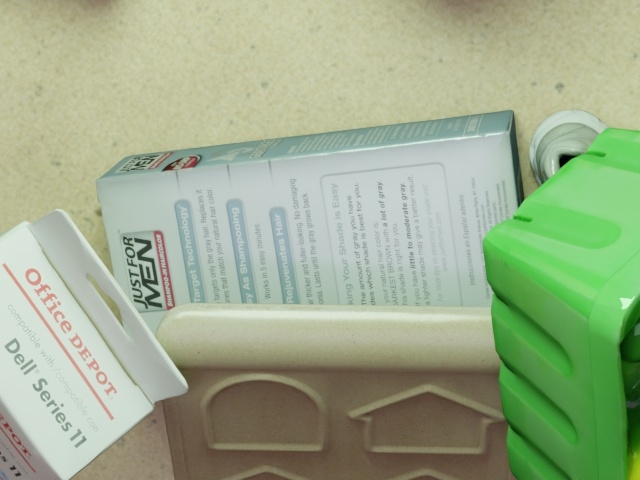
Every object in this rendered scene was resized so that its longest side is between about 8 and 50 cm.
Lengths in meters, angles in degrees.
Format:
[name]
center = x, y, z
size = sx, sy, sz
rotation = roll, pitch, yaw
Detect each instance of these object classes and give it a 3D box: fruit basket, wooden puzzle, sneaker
[fruit basket]
center = 0.312, 0.134, 1.346
size = 0.283, 0.392, 0.392
rotation = -39, 98, -27
[wooden puzzle]
center = 0.024, 0.177, 1.601
size = 0.322, 0.080, 0.347
rotation = 0, 133, 3
[sneaker]
center = 0.275, 0.006, 1.550
size = 0.099, 0.121, 0.262
rotation = -41, 96, 17

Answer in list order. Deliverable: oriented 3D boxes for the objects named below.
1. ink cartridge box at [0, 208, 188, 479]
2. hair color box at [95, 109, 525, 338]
[ink cartridge box]
center = -0.286, 0.115, 1.567
size = 0.207, 0.119, 0.353
rotation = 56, 146, -7
[hair color box]
center = 0.000, 0.000, 1.596
size = 0.375, 0.113, 0.185
rotation = -6, 104, 10
